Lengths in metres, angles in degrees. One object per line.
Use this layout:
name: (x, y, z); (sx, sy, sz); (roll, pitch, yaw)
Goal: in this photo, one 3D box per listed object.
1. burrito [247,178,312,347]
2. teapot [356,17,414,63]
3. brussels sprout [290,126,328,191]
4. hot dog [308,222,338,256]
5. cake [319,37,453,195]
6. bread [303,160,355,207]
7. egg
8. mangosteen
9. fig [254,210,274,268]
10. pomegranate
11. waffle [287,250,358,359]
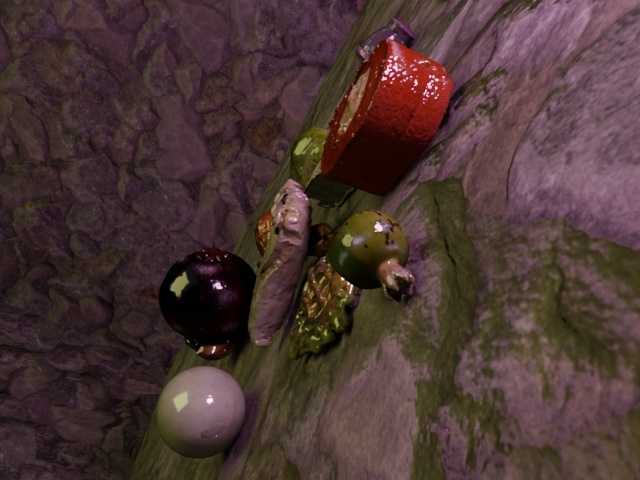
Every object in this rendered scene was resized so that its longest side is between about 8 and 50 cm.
burrito: (-0.086, 0.048, 1.089); (0.175, 0.107, 0.348); (-73, -3, -67)
teapot: (0.183, -0.500, 1.300); (0.146, 0.148, 0.116); (-45, 55, 21)
brussels sprout: (-0.008, -0.199, 1.279); (0.144, 0.161, 0.181); (-6, -57, -51)
hot dog: (0.000, 0.000, 1.078); (0.188, 0.055, 0.072); (175, 100, -79)
cake: (0.108, -0.200, 0.879); (0.283, 0.151, 0.177); (135, 146, -52)
bread: (0.033, -0.158, 1.158); (0.156, 0.103, 0.110); (-35, 36, 48)
egg: (-0.255, 0.365, 1.062); (0.253, 0.186, 0.187); (-29, 37, 65)
mangosteen: (-0.330, 0.197, 1.513); (0.307, 0.306, 0.347); (-102, 13, -69)
fig: (-0.108, 0.024, 1.253); (0.134, 0.146, 0.201); (108, 178, -46)
pomegranate: (0.076, 0.025, 0.669); (0.114, 0.114, 0.142); (-58, 43, 22)
waffle: (0.005, 0.097, 0.881); (0.204, 0.054, 0.223); (-45, 23, 53)
